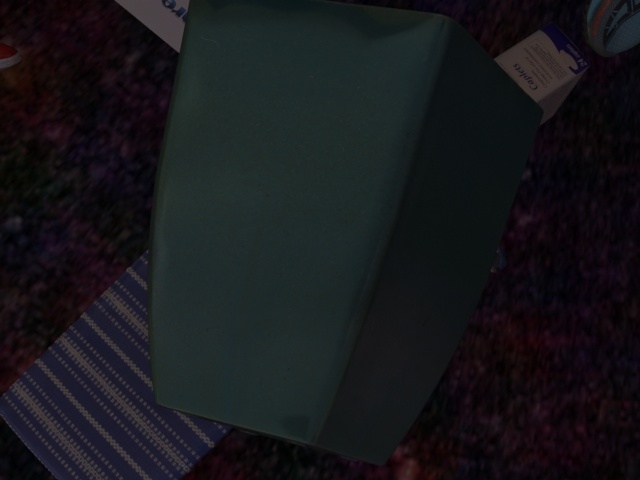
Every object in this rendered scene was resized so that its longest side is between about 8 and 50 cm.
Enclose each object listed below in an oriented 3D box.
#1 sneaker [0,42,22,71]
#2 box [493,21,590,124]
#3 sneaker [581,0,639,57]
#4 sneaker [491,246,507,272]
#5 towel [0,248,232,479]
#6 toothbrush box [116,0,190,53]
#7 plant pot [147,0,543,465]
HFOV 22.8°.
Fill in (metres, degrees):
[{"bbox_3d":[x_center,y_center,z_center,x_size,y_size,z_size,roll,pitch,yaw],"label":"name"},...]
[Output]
[{"bbox_3d":[-0.284,-0.166,1.240,0.118,0.042,0.067,9,116,35],"label":"sneaker"},{"bbox_3d":[0.221,-0.166,1.826,0.072,0.137,0.126,51,156,11],"label":"box"},{"bbox_3d":[0.376,-0.242,1.518,0.261,0.125,0.104,-31,148,10],"label":"sneaker"},{"bbox_3d":[0.082,0.001,1.216,0.135,0.058,0.052,27,164,35],"label":"sneaker"},{"bbox_3d":[-0.172,0.137,1.746,0.243,0.336,0.040,39,169,32],"label":"towel"},{"bbox_3d":[-0.122,-0.334,1.838,0.216,0.295,0.126,39,121,-17],"label":"toothbrush box"},{"bbox_3d":[0.000,0.000,0.914,0.165,0.165,0.234,12,81,28],"label":"plant pot"}]
